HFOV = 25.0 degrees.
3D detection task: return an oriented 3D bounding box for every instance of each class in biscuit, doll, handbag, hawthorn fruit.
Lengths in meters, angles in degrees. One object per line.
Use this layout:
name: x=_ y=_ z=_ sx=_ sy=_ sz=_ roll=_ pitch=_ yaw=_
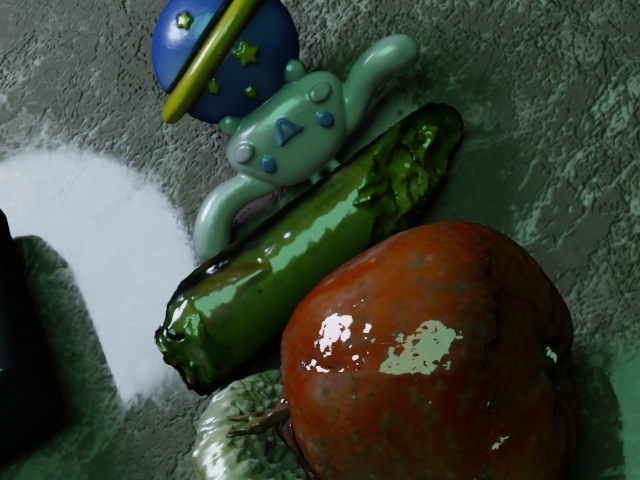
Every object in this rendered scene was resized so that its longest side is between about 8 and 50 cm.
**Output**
biscuit: x=-0.037 y=0.228 z=1.307 sx=0.084 sy=0.179 sz=0.281 roll=-48 pitch=47 yaw=23
doll: x=-0.084 y=-0.138 z=1.520 sx=0.311 sy=0.243 sz=0.159 roll=-59 pitch=19 yaw=7
handbag: x=-0.441 y=0.108 z=1.523 sx=0.275 sy=0.178 sz=0.302 roll=-30 pitch=58 yaw=7
hawthorn fruit: x=0.067 y=0.127 z=1.236 sx=0.307 sy=0.276 sz=0.276 roll=-8 pitch=62 yaw=8

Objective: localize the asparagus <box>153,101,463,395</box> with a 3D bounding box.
asparagus: x=0.000 y=0.000 z=1.429 sx=0.382 sy=0.128 sz=0.108 roll=-38 pitch=93 yaw=0
